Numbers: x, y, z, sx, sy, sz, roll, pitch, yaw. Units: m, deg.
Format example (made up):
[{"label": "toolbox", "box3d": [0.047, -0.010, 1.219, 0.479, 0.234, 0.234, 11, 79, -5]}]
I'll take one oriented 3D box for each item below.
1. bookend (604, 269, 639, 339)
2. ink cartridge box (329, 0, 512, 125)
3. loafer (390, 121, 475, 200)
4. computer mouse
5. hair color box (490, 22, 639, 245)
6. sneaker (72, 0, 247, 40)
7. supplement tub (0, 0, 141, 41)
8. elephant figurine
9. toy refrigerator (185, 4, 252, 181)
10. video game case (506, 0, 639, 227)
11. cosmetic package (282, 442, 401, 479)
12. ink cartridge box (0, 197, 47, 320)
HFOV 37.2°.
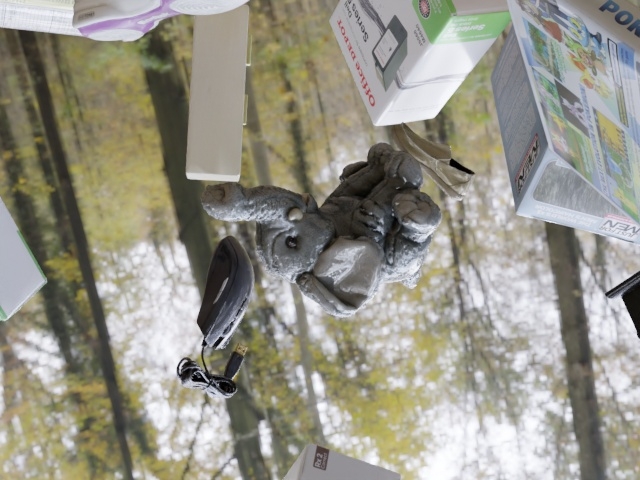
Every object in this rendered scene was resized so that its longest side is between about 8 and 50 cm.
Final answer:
[{"label": "bookend", "box3d": [0.493, 0.126, 1.298, 0.156, 0.157, 0.072, 4, 146, -36]}, {"label": "ink cartridge box", "box3d": [0.134, -0.316, 1.336, 0.115, 0.198, 0.273, -12, 160, -25]}, {"label": "loafer", "box3d": [0.162, -0.121, 1.355, 0.050, 0.148, 0.056, -45, -167, 21]}, {"label": "computer mouse", "box3d": [-0.142, 0.135, 1.562, 0.060, 0.261, 0.184, 7, 157, 22]}, {"label": "hair color box", "box3d": [0.355, -0.162, 1.318, 0.186, 0.113, 0.374, 14, -143, -6]}, {"label": "sneaker", "box3d": [-0.177, -0.327, 1.089, 0.305, 0.152, 0.114, -6, 178, 31]}, {"label": "supplement tub", "box3d": [-0.419, -0.431, 1.424, 0.325, 0.235, 0.235, 3, -171, -21]}, {"label": "elephant figurine", "box3d": [0.000, 0.000, 1.049, 0.240, 0.186, 0.169, -26, 174, -21]}, {"label": "toy refrigerator", "box3d": [-0.160, -0.233, 1.518, 0.094, 0.269, 0.102, 3, 177, -6]}, {"label": "video game case", "box3d": [0.288, -0.088, 0.839, 0.036, 0.329, 0.300, -40, -124, -1]}, {"label": "cosmetic package", "box3d": [0.008, 0.420, 1.382, 0.152, 0.183, 0.151, 21, -134, -8]}, {"label": "ink cartridge box", "box3d": [-0.489, 0.013, 1.231, 0.220, 0.160, 0.092, 0, -144, 31]}]
